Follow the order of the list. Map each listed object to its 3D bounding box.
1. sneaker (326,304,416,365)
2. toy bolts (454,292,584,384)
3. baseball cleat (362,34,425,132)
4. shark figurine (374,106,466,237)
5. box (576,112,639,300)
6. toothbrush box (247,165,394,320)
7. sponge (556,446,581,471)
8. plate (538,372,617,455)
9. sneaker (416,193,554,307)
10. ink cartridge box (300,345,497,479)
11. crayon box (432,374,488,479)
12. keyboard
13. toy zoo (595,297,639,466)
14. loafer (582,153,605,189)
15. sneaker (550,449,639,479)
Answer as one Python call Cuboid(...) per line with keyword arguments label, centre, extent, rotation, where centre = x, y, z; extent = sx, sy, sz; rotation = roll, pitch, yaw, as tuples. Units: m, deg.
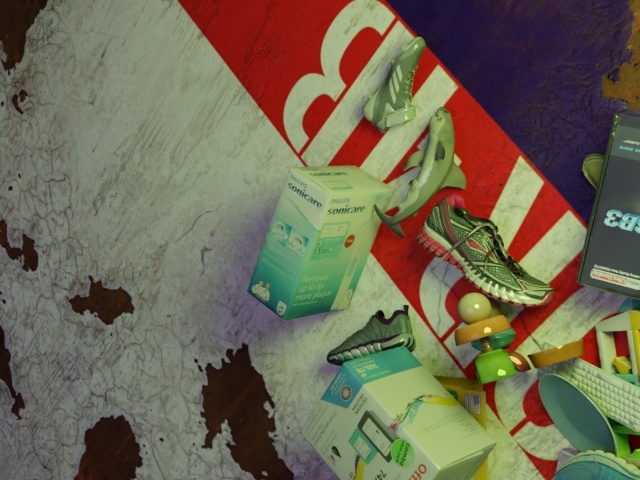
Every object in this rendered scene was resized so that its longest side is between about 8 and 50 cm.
Cuboid(label="sneaker", centre=(0.107, 0.204, 2.060), extent=(0.223, 0.083, 0.098), rotation=(-19, 61, 36))
Cuboid(label="toy bolts", centre=(0.345, 0.163, 1.772), extent=(0.218, 0.228, 0.158), rotation=(-16, 80, 0))
Cuboid(label="baseball cleat", centre=(0.170, -0.307, 1.958), extent=(0.109, 0.072, 0.206), rotation=(45, 127, 12))
Cuboid(label="shark figurine", centre=(0.221, -0.106, 1.907), extent=(0.278, 0.116, 0.166), rotation=(-63, 23, 16))
Cuboid(label="box", centre=(0.591, -0.035, 1.570), extent=(0.295, 0.073, 0.293), rotation=(17, 101, 28))
Cuboid(label="toothbrush box", centre=(0.000, 0.000, 2.026), extent=(0.126, 0.216, 0.296), rotation=(34, 114, 33))
Cuboid(label="sponge", centre=(0.516, 0.464, 1.745), extent=(0.210, 0.031, 0.117), rotation=(19, 106, 38))
Cuboid(label="plate", centre=(0.461, 0.310, 1.730), extent=(0.188, 0.024, 0.188), rotation=(48, 160, 24))
Cuboid(label="sneaker", centre=(0.312, 0.024, 1.823), extent=(0.299, 0.121, 0.112), rotation=(38, 109, 29))
Cuboid(label="ink cartridge box", centre=(0.145, 0.373, 1.837), extent=(0.270, 0.197, 0.198), rotation=(45, 121, 28))
Cuboid(label="crayon box", centre=(0.217, 0.377, 1.962), extent=(0.323, 0.083, 0.203), rotation=(1, 95, 42))
Cuboid(label="keyboard", centre=(0.474, 0.253, 1.717), extent=(0.256, 0.014, 0.072), rotation=(27, 116, 57))
Cuboid(label="toy zoo", centre=(0.545, 0.235, 1.637), extent=(0.192, 0.030, 0.293), rotation=(163, 102, -67))
Cuboid(label="loafer", centre=(0.508, -0.095, 1.684), extent=(0.148, 0.050, 0.056), rotation=(49, 120, 24))
Cuboid(label="sneaker", centre=(0.483, 0.441, 1.608), extent=(0.330, 0.147, 0.130), rotation=(-14, 106, 61))
